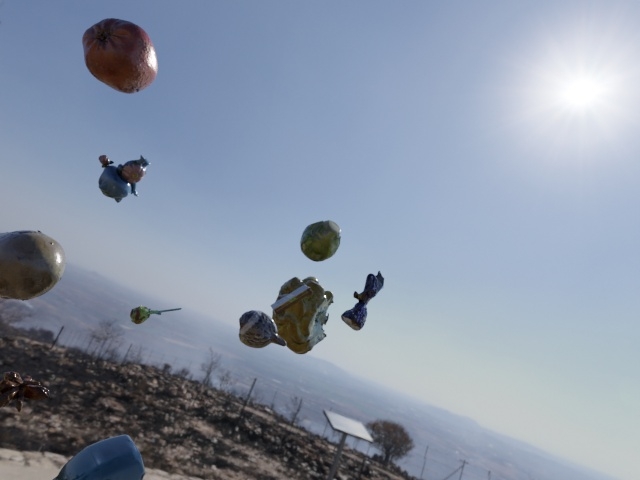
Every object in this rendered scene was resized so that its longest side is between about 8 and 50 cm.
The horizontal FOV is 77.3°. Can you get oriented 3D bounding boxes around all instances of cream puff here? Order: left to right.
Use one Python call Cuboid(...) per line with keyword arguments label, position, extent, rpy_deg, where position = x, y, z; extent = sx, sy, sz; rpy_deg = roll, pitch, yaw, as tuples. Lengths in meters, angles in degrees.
Cuboid(label="cream puff", position=(-0.113, 0.318, 1.756), extent=(0.270, 0.323, 0.274), rpy_deg=(14, 4, 28))

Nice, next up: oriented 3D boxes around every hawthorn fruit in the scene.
Cuboid(label="hawthorn fruit", position=(-0.514, -0.469, 1.053), extent=(0.179, 0.179, 0.200), rpy_deg=(20, -16, 5))

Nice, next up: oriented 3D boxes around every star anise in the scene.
Cuboid(label="star anise", position=(-1.275, 0.626, 1.689), extent=(0.213, 0.111, 0.196), rpy_deg=(4, 13, -45))

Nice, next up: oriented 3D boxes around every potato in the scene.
Cuboid(label="potato", position=(-0.675, 0.053, 0.890), extent=(0.263, 0.164, 0.165), rpy_deg=(0, -23, 20))

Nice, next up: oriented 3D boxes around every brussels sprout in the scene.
Cuboid(label="brussels sprout", position=(-0.002, 0.000, 1.391), extent=(0.118, 0.154, 0.155), rpy_deg=(21, -11, -42))

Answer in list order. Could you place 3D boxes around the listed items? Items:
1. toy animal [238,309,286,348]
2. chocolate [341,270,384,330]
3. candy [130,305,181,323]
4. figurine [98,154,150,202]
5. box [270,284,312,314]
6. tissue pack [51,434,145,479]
Cuboid(label="toy animal", position=(-0.153, 0.230, 1.035), extent=(0.137, 0.098, 0.098), rpy_deg=(7, -21, 31))
Cuboid(label="chocolate", position=(0.237, 0.298, 2.098), extent=(0.148, 0.343, 0.126), rpy_deg=(39, -19, -18))
Cuboid(label="candy", position=(-0.359, 0.159, 0.881), extent=(0.035, 0.035, 0.123), rpy_deg=(-37, -21, 26))
Cuboid(label="figurine", position=(-0.657, -0.224, 1.328), extent=(0.144, 0.178, 0.114), rpy_deg=(49, -5, 14))
Cuboid(label="box", position=(-0.093, 0.186, 1.272), extent=(0.023, 0.133, 0.090), rpy_deg=(61, -13, -5))
Cuboid(label="tissue pack", position=(-0.569, 0.692, 1.051), extent=(0.206, 0.287, 0.198), rpy_deg=(-16, 13, -40))
